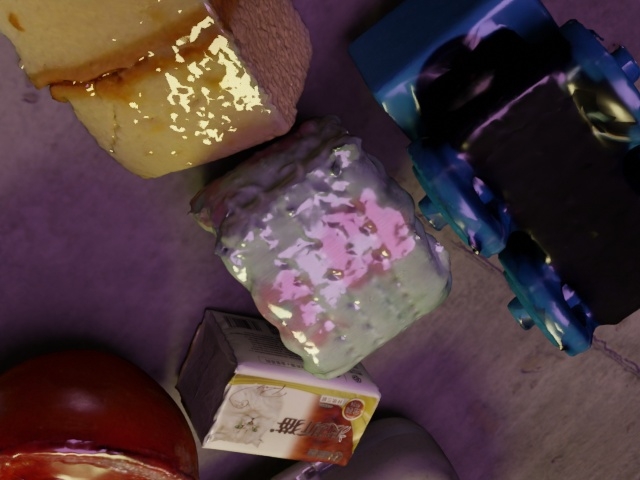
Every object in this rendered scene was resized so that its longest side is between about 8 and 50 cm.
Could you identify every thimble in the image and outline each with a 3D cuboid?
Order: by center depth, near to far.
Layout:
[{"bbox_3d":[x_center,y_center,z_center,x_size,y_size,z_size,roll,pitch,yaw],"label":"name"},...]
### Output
[{"bbox_3d":[0.000,0.000,0.834,0.149,0.185,0.211,-35,148,-2],"label":"thimble"}]

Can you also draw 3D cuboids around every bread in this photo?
[{"bbox_3d":[-0.136,-0.178,0.788,0.178,0.135,0.240,-16,128,24],"label":"bread"}]

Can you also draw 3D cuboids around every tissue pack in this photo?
[{"bbox_3d":[-0.041,0.138,0.938,0.148,0.106,0.099,15,109,-28],"label":"tissue pack"}]

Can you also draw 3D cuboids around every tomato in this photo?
[{"bbox_3d":[-0.204,0.170,0.868,0.200,0.139,0.233,13,143,-21],"label":"tomato"}]

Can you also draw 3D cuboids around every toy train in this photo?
[{"bbox_3d":[0.177,-0.069,0.836,0.188,0.265,0.300,-38,125,12],"label":"toy train"}]

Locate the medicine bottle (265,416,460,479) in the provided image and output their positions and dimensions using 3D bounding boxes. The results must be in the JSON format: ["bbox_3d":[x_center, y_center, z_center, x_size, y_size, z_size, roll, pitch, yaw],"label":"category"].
[{"bbox_3d":[-0.011,0.357,1.051,0.375,0.123,0.282,-30,124,-8],"label":"medicine bottle"}]
